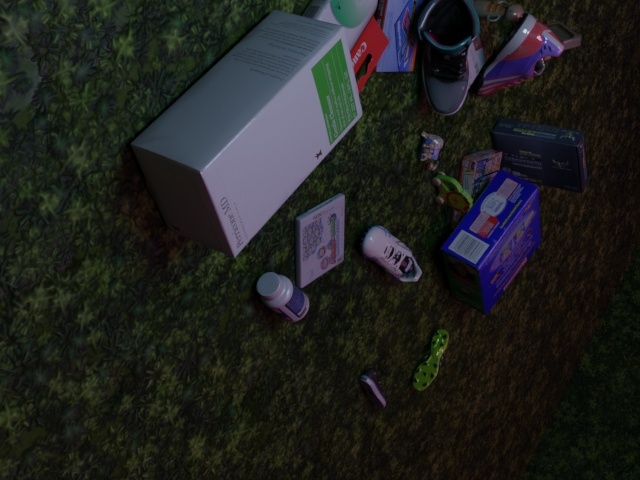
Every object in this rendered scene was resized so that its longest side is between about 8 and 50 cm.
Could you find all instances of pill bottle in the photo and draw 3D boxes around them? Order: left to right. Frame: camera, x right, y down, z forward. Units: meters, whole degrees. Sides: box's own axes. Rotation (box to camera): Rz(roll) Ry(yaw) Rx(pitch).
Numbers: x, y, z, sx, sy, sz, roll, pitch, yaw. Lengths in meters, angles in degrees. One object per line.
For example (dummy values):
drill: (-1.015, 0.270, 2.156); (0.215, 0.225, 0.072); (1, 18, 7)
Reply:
pill bottle: (-0.074, 0.106, 1.720); (0.067, 0.067, 0.120); (-61, 147, -13)

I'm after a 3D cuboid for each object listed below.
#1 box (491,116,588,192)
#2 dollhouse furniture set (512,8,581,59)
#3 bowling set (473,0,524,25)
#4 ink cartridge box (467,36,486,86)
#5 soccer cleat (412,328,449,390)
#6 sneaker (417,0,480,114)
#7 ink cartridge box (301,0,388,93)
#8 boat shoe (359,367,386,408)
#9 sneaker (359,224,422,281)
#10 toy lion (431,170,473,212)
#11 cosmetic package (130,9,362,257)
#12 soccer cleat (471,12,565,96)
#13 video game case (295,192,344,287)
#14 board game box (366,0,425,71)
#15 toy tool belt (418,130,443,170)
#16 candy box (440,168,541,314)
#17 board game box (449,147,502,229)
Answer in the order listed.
box: (0.569, -0.221, 2.334); (0.059, 0.233, 0.183); (-59, 147, -27)
dollhouse furniture set: (0.554, -0.534, 2.221); (0.151, 0.144, 0.123); (-16, 128, -9)
bowling set: (0.444, -0.627, 1.996); (0.287, 0.154, 0.199); (-54, 145, -24)
ink cartridge box: (0.308, -0.390, 2.018); (0.135, 0.056, 0.099); (-57, 146, -20)
soccer cleat: (0.300, 0.322, 2.409); (0.178, 0.060, 0.072); (-64, 160, -10)
sneaker: (0.261, -0.386, 1.836); (0.178, 0.124, 0.295); (-61, 153, -66)
ink cartridge box: (0.055, -0.365, 1.637); (0.224, 0.056, 0.181); (45, 69, -45)
boat shoe: (0.134, 0.360, 2.191); (0.040, 0.049, 0.142); (-54, 143, -23)
sneaker: (0.159, 0.031, 2.009); (0.237, 0.086, 0.085); (36, 79, -56)
toy lion: (0.318, -0.110, 2.152); (0.034, 0.096, 0.100); (-49, 142, -29)
cosmetic package: (-0.105, -0.177, 1.436); (0.365, 0.155, 0.197); (-52, 146, -27)
soccer cleat: (0.439, -0.392, 2.043); (0.108, 0.116, 0.318); (-57, 180, -19)
video game case: (0.000, 0.000, 1.815); (0.143, 0.019, 0.157); (-32, 133, -43)
board game box: (0.162, -0.475, 1.781); (0.145, 0.027, 0.281); (-14, 119, -51)
toy tool belt: (0.240, -0.202, 2.040); (0.051, 0.052, 0.083); (11, 96, -26)
candy box: (0.443, 0.011, 2.312); (0.268, 0.122, 0.317); (-51, 153, -13)
board game box: (0.400, -0.129, 2.311); (0.147, 0.045, 0.193); (-20, 123, -51)
